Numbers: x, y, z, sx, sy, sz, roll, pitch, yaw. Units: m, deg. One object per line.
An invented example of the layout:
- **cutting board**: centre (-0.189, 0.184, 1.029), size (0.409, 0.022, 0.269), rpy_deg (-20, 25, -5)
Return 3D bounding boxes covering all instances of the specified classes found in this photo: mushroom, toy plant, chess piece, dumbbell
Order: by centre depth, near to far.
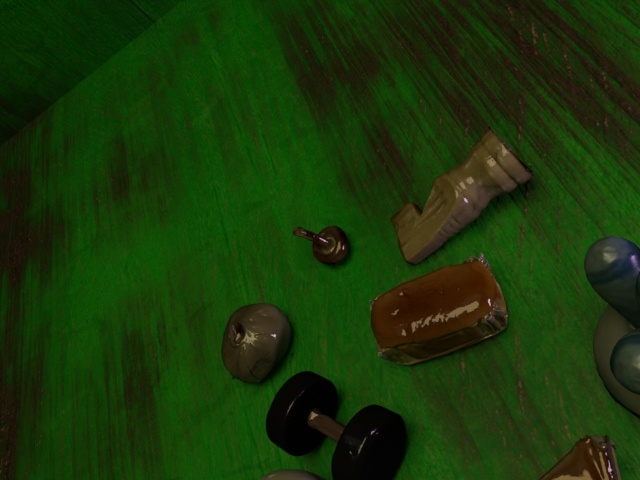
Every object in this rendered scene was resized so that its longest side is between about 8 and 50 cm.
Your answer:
- **toy plant**: centre (0.467, 0.104, 0.785), size (0.247, 0.332, 0.247), rpy_deg (-15, 56, 23)
- **dumbbell**: centre (0.025, 0.339, 1.055), size (0.218, 0.152, 0.152), rpy_deg (17, 74, 39)
- **chess piece**: centre (0.267, -0.078, 1.183), size (0.301, 0.137, 0.137), rpy_deg (-43, 47, 19)
- **mushroom**: centre (0.003, 0.001, 1.319), size (0.130, 0.073, 0.088), rpy_deg (26, 94, 7)

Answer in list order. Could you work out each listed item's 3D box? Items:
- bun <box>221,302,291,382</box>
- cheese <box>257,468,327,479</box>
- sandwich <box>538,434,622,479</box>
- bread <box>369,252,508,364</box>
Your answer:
- **bun**: centre (-0.151, 0.213, 1.273), size (0.167, 0.113, 0.173), rpy_deg (-22, 51, 22)
- **cheese**: centre (-0.043, 0.470, 0.999), size (0.189, 0.198, 0.154), rpy_deg (-24, 44, 27)
- **sandwich**: centre (0.324, 0.403, 0.815), size (0.198, 0.155, 0.227), rpy_deg (-17, 55, 25)
- **bread**: centre (0.211, 0.131, 1.088), size (0.241, 0.107, 0.136), rpy_deg (-23, 50, 20)
